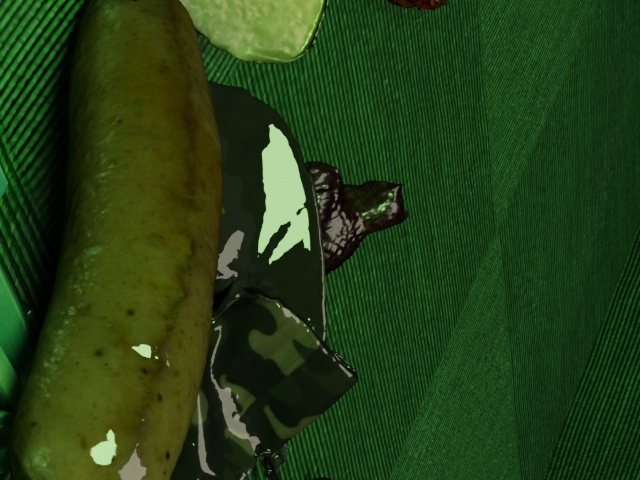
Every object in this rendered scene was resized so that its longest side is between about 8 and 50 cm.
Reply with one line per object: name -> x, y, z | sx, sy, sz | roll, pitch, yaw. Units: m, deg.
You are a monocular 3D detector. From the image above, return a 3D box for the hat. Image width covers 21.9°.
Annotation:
hat -> -0.149, 0.055, 1.528 | 0.366, 0.257, 0.382 | 3, 64, -53

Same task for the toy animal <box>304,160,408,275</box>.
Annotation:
toy animal -> 0.008, -0.003, 1.809 | 0.218, 0.179, 0.116 | 73, 10, -52

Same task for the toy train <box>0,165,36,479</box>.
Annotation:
toy train -> -0.275, 0.057, 1.188 | 0.298, 0.120, 0.194 | 77, 28, -50

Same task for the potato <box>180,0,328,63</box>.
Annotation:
potato -> -0.066, -0.306, 1.514 | 0.111, 0.160, 0.272 | -139, -124, -64

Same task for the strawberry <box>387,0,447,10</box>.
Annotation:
strawberry -> 0.104, -0.347, 1.980 | 0.140, 0.085, 0.192 | 36, 47, -52

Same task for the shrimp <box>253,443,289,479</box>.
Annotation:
shrimp -> -0.093, 0.168, 1.731 | 0.145, 0.116, 0.343 | -58, 146, -40

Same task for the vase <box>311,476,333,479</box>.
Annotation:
vase -> 0.024, 0.376, 2.245 | 0.211, 0.060, 0.060 | 61, 46, -62

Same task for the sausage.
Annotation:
sausage -> -0.144, -0.003, 1.275 | 0.123, 0.136, 0.501 | 98, -4, -58
